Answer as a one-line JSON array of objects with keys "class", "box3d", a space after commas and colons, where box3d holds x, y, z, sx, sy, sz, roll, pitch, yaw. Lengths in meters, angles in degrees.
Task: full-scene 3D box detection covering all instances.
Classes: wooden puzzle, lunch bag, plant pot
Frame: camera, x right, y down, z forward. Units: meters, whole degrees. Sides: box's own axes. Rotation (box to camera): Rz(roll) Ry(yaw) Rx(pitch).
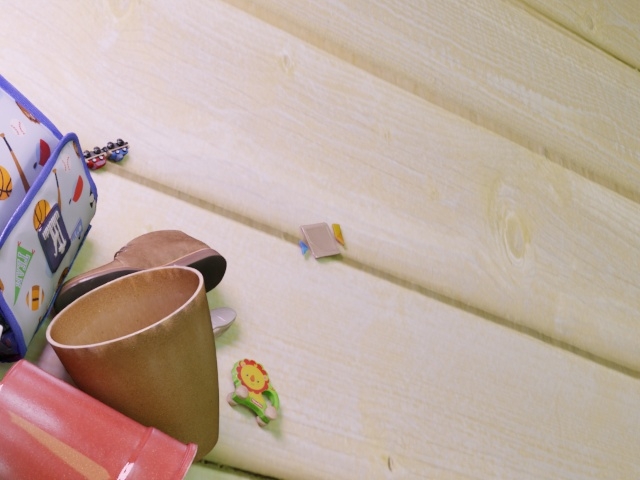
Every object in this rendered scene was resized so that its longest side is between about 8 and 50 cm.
[{"class": "wooden puzzle", "box3d": [0.000, 0.000, 2.165, 0.116, 0.014, 0.078, -1, 60, -40]}, {"class": "lunch bag", "box3d": [-0.508, -0.056, 1.632, 0.385, 0.239, 0.328, 47, 41, -29]}, {"class": "plant pot", "box3d": [-0.349, 0.312, 1.515, 0.265, 0.272, 0.272, 36, 45, -5]}, {"class": "plant pot", "box3d": [-0.244, 0.202, 1.680, 0.237, 0.237, 0.254, -43, 122, -46]}]

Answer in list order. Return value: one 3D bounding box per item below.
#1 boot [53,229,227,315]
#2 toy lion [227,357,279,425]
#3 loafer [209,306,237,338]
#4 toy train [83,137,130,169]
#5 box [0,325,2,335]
[{"class": "boot", "box3d": [-0.307, 0.057, 1.836, 0.305, 0.112, 0.115, -16, 44, -39]}, {"class": "toy lion", "box3d": [-0.109, 0.248, 1.905, 0.100, 0.034, 0.096, 38, 38, -14]}, {"class": "loafer", "box3d": [-0.189, 0.150, 1.900, 0.045, 0.039, 0.125, 29, 34, 24]}, {"class": "toy train", "box3d": [-0.383, -0.138, 1.925, 0.158, 0.027, 0.036, -28, 87, -46]}, {"class": "box", "box3d": [-0.544, 0.227, 1.337, 0.215, 0.168, 0.345, 41, 47, -46]}]
